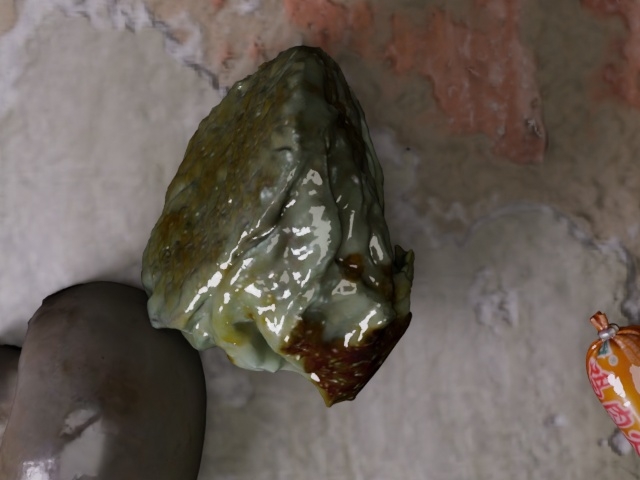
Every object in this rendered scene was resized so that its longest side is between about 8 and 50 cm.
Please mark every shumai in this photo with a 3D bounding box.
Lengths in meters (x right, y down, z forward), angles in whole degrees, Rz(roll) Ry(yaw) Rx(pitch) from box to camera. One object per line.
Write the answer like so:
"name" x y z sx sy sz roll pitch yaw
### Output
"shumai" 0.002 -0.006 0.982 0.142 0.184 0.184 27 97 -24

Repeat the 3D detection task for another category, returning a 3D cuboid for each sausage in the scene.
"sausage" 0.258 0.180 1.021 0.053 0.053 0.347 -38 93 5

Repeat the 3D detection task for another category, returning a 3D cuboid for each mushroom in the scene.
"mushroom" -0.134 0.117 1.013 0.141 0.117 0.188 10 91 -10
